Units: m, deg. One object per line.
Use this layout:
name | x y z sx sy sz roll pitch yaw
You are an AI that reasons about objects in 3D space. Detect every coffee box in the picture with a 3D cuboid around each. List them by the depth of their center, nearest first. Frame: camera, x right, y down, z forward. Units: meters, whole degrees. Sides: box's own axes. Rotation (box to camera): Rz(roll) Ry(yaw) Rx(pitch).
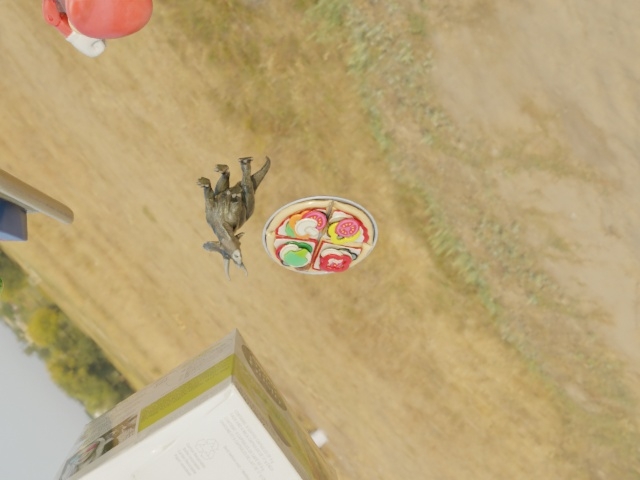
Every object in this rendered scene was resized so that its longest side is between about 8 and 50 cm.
coffee box | -0.185 0.400 1.367 0.338 0.338 0.334 57 -179 -9

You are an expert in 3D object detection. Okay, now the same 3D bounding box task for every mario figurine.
mario figurine | -0.383 -0.406 1.254 0.320 0.170 0.198 29 166 10

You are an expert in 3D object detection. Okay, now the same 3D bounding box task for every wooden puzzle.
wooden puzzle | -0.511 -0.036 1.010 0.322 0.347 0.081 93 177 -83

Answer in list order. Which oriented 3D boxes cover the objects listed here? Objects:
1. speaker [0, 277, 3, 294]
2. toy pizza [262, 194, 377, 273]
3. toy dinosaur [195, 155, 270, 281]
speaker | -0.478 0.142 0.914 0.131 0.296 0.131 34 177 2
toy pizza | 0.000 0.000 1.449 0.201 0.201 0.032 67 -166 -47
toy dinosaur | -0.185 -0.076 1.743 0.121 0.313 0.160 7 128 5
